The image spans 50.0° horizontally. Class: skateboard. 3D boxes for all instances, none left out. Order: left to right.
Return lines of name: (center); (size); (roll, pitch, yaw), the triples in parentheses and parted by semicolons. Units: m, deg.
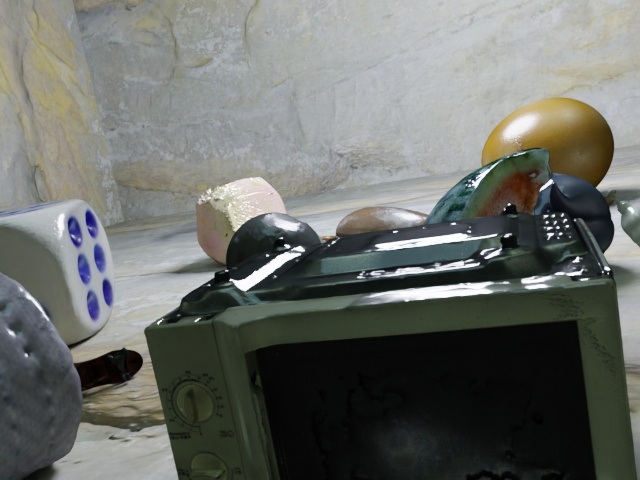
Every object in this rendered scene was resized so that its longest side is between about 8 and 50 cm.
skateboard: (-0.341, 0.198, 1.017); (0.151, 0.067, 0.080); (-11, -2, -38)

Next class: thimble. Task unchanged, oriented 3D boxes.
thimble: (-0.386, 0.153, 0.732); (0.217, 0.245, 0.157); (-28, -4, 37)

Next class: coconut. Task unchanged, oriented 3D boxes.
coconut: (-0.209, -0.062, 1.903); (0.233, 0.233, 0.245); (-2, 16, 44)

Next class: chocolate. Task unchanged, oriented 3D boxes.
chocolate: (0.172, -0.038, 1.588); (0.254, 0.080, 0.157); (1, -8, 36)

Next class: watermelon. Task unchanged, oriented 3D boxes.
watermelon: (0.236, 0.030, 0.966); (0.319, 0.214, 0.289); (-56, -8, 26)

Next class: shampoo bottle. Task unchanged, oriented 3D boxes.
shampoo bottle: (0.517, -0.024, 1.100); (0.077, 0.152, 0.045); (-11, -37, -39)

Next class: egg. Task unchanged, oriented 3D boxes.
egg: (0.585, -0.223, 1.773); (0.351, 0.282, 0.282); (-15, 10, -17)

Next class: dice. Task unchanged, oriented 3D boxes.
dice: (-0.603, 0.074, 1.373); (0.304, 0.276, 0.304); (-12, 7, 0)

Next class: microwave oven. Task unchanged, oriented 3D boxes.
microwave oven: (0.070, 0.100, 0.617); (0.355, 0.218, 0.286); (-8, 11, 18)

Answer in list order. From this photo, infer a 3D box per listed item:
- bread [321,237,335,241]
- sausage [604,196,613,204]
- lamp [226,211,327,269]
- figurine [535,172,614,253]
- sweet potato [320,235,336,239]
bread: (0.006, 0.031, 1.521); (0.105, 0.075, 0.233); (9, 8, 40)
sausage: (0.663, -0.088, 1.674); (0.116, 0.026, 0.026); (-12, 9, -13)
lamp: (-0.030, 0.042, 1.319); (0.314, 0.181, 0.182); (5, -2, -35)
figurine: (0.357, -0.015, 1.160); (0.265, 0.197, 0.175); (-4, 19, -19)
sweet potato: (0.000, 0.000, 1.898); (0.115, 0.026, 0.026); (-13, 9, -27)
